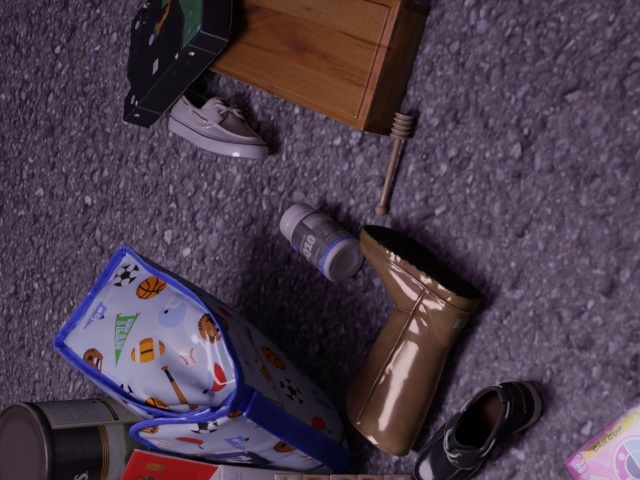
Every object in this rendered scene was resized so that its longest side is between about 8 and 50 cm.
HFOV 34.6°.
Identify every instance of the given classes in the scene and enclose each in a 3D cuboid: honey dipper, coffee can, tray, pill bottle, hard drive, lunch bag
[{"bbox_3d":[0.110,-0.114,1.559,0.030,0.030,0.160,24,106,43],"label":"honey dipper"},{"bbox_3d":[-0.435,0.390,1.892,0.201,0.275,0.201,-4,85,45],"label":"coffee can"},{"bbox_3d":[-0.021,-0.326,1.675,0.411,0.076,0.203,28,106,43],"label":"tray"},{"bbox_3d":[0.000,0.000,1.624,0.137,0.078,0.078,40,114,40],"label":"pill bottle"},{"bbox_3d":[-0.258,-0.379,1.852,0.339,0.064,0.237,-35,48,51],"label":"hard drive"},{"bbox_3d":[-0.167,0.223,1.575,0.385,0.328,0.239,25,79,40],"label":"lunch bag"}]

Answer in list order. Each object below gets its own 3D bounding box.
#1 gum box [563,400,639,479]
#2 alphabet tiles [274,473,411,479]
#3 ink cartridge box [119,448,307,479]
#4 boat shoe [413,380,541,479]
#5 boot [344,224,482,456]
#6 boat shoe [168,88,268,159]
[{"bbox_3d":[0.396,0.255,1.219,0.188,0.062,0.107,-50,55,31],"label":"gum box"},{"bbox_3d":[0.051,0.434,1.468,0.009,0.237,0.198,137,134,-86],"label":"alphabet tiles"},{"bbox_3d":[-0.183,0.413,1.585,0.296,0.261,0.066,122,155,-56],"label":"ink cartridge box"},{"bbox_3d":[0.197,0.269,1.409,0.233,0.079,0.084,-48,57,33],"label":"boat shoe"},{"bbox_3d":[0.095,0.142,1.514,0.236,0.089,0.269,42,117,39],"label":"boot"},{"bbox_3d":[-0.178,-0.209,1.815,0.267,0.096,0.088,30,113,51],"label":"boat shoe"}]
